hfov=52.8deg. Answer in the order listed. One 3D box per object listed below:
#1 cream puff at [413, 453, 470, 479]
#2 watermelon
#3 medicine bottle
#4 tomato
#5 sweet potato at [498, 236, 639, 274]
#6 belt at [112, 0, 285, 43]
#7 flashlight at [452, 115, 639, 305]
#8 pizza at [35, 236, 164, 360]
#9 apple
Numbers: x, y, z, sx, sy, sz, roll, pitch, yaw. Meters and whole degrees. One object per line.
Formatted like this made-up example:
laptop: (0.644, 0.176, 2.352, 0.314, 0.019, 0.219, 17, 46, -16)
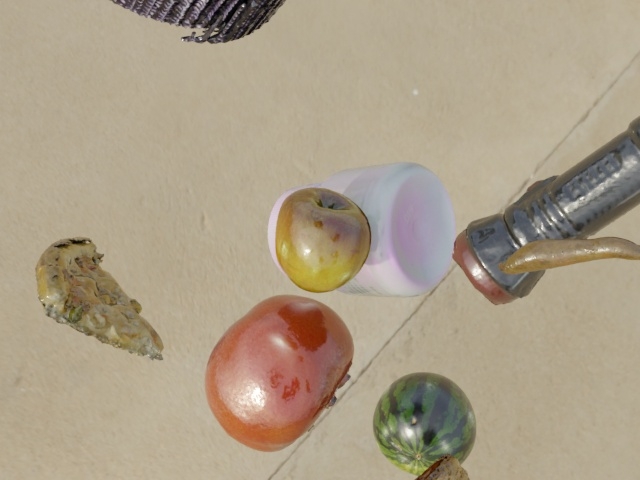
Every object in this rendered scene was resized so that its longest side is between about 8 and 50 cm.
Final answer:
cream puff: (0.287, 0.609, 1.472, 0.183, 0.183, 0.169, -37, 76, -17)
watermelon: (0.284, 0.504, 1.772, 0.284, 0.285, 0.285, 2, 69, -5)
medicine bottle: (0.076, -0.017, 1.283, 0.256, 0.324, 0.256, 3, 86, -44)
tomato: (-0.088, 0.274, 1.399, 0.272, 0.341, 0.341, 37, 70, 4)
sweet potato: (0.192, 0.009, 0.495, 0.115, 0.026, 0.026, -9, 65, 31)
belt: (-0.143, -0.328, 0.537, 0.324, 0.122, 0.260, 36, 60, -18)
flashlight: (0.231, -0.034, 0.587, 0.093, 0.232, 0.093, 34, 32, -24)
pizza: (-0.591, 0.129, 1.634, 0.080, 0.392, 0.435, -45, 73, 3)
apple: (-0.003, 0.002, 1.034, 0.163, 0.147, 0.146, 32, 32, 23)
